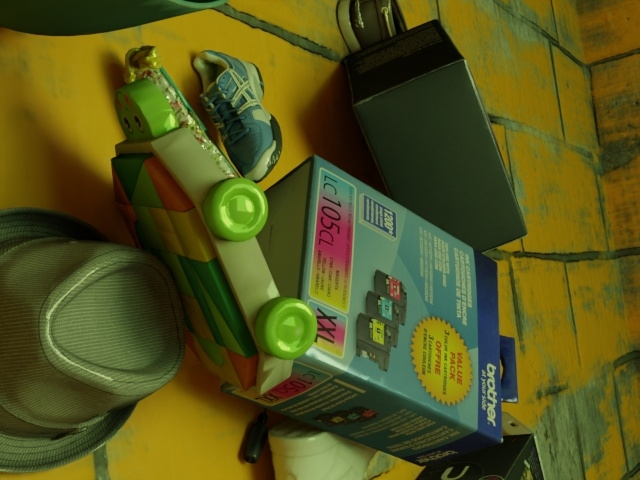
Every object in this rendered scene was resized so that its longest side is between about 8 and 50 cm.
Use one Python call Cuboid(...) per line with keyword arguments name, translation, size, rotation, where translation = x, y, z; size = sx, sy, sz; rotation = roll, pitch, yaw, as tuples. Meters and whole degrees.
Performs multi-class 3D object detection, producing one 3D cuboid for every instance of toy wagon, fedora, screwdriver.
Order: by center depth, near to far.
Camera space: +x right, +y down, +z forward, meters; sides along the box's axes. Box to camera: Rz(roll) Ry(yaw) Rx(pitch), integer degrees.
Cuboid(name="fedora", translation=(-0.220, 0.082, 0.801), size=(0.275, 0.124, 0.244), rotation=(10, 72, -58))
Cuboid(name="toy wagon", translation=(-0.131, -0.017, 0.864), size=(0.068, 0.267, 0.345), rotation=(-30, 109, -25))
Cuboid(name="screwdriver", translation=(-0.068, 0.211, 1.126), size=(0.170, 0.024, 0.025), rotation=(-71, 169, -50))

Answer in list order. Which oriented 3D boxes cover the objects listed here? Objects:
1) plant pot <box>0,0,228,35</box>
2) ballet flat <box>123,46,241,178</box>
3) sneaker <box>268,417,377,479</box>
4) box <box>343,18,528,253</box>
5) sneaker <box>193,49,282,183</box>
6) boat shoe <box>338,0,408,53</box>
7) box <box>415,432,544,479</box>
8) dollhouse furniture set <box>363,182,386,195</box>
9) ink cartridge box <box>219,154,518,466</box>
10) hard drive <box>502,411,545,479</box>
Cuboid(name="plant pot", translation=(-0.234, -0.318, 0.796), size=(0.293, 0.235, 0.293), rotation=(26, 59, -53))
Cuboid(name="ballet flat", translation=(-0.161, -0.104, 1.012), size=(0.077, 0.091, 0.241), rotation=(-44, 119, -17))
Cuboid(name="sneaker", translation=(0.027, 0.306, 1.185), size=(0.292, 0.108, 0.169), rotation=(-8, 96, -57))
Cuboid(name="box", translation=(0.175, -0.155, 1.392), size=(0.294, 0.182, 0.296), rotation=(-91, 158, -65))
Cuboid(name="sneaker", translation=(-0.108, -0.153, 1.090), size=(0.081, 0.080, 0.211), rotation=(22, 34, -42))
Cuboid(name="boat shoe", translation=(0.145, -0.299, 1.563), size=(0.324, 0.096, 0.117), rotation=(56, 37, -34))
Cuboid(name="box", translation=(0.253, 0.437, 1.442), size=(0.270, 0.165, 0.143), rotation=(-27, 104, -59))
Cuboid(name="dollhouse furniture set", translation=(0.000, 0.000, 1.294), size=(0.144, 0.123, 0.151), rotation=(-50, 158, -53))
Cuboid(name="ink cartridge box", translation=(0.087, 0.109, 1.112), size=(0.395, 0.151, 0.270), rotation=(29, 51, -32))
Cuboid(name="hard drive", translation=(0.391, 0.518, 1.661), size=(0.233, 0.047, 0.353), rotation=(174, -95, -88))
